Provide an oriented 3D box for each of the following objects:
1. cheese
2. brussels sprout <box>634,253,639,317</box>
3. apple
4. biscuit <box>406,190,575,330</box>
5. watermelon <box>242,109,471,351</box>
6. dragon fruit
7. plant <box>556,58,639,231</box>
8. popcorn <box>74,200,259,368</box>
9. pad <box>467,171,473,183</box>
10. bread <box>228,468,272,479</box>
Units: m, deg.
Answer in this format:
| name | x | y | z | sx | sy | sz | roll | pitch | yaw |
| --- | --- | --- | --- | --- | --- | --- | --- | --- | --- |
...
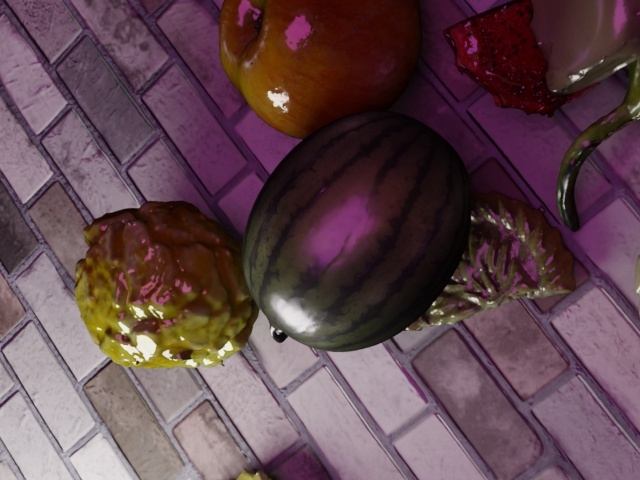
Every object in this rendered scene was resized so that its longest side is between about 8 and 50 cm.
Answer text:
| name | x | y | z | sx | sy | sz | roll | pitch | yaw |
| --- | --- | --- | --- | --- | --- | --- | --- | --- | --- |
| cheese | 0.325 | -0.288 | 1.125 | 0.175 | 0.091 | 0.203 | -41 | 54 | 54 |
| brussels sprout | 0.547 | 0.042 | 1.083 | 0.328 | 0.247 | 0.328 | 12 | 134 | 13 |
| apple | -0.007 | -0.291 | 1.311 | 0.301 | 0.301 | 0.302 | 0 | 89 | 22 |
| biscuit | 0.214 | 0.021 | 1.342 | 0.273 | 0.036 | 0.187 | -20 | 77 | 22 |
| watermelon | 0.042 | -0.002 | 1.244 | 0.279 | 0.279 | 0.359 | 42 | 96 | 17 |
| dragon fruit | 0.294 | -0.272 | 1.258 | 0.261 | 0.163 | 0.189 | -22 | 37 | -2 |
| plant | 0.416 | -0.157 | 1.154 | 0.333 | 0.180 | 0.251 | -42 | 120 | 8 |
| popcorn | -0.223 | 0.072 | 1.398 | 0.282 | 0.282 | 0.247 | 4 | 75 | 22 |
| pad | 0.116 | -0.019 | 1.374 | 0.158 | 0.003 | 0.235 | 31 | 101 | 38 |
| bread | -0.127 | 0.548 | 1.368 | 0.233 | 0.245 | 0.362 | -27 | 83 | 20 |
